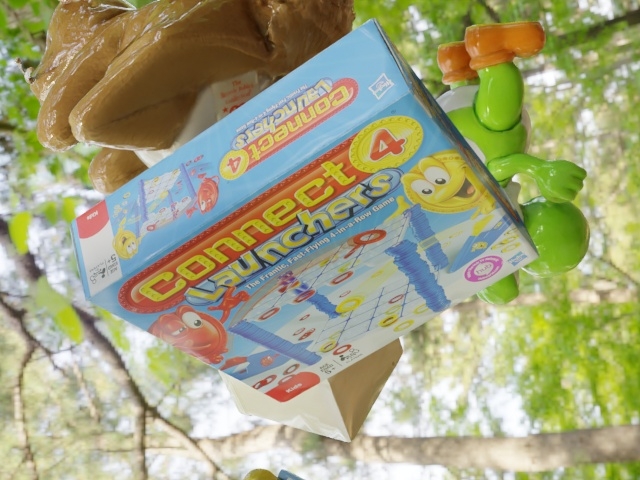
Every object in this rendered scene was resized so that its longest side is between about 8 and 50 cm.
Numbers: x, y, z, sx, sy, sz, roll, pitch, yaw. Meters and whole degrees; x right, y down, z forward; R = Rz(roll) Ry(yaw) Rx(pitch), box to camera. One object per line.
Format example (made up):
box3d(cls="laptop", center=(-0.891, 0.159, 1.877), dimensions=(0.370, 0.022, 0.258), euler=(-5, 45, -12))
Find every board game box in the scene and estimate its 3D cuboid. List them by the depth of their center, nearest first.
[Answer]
box3d(cls="board game box", center=(0.000, 0.000, 0.828), dimensions=(0.302, 0.308, 0.086), euler=(39, -156, -51))

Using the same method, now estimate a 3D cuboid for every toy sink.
box3d(cls="toy sink", center=(-0.040, 0.134, 1.163), dimensions=(0.152, 0.234, 0.131), euler=(-55, -40, -38))

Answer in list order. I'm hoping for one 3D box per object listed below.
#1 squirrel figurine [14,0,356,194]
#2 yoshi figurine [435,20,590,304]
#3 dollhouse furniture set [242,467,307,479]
box3d(cls="squirrel figurine", center=(-0.169, -0.234, 1.098), dimensions=(0.397, 0.370, 0.281), euler=(-53, -45, -1))
box3d(cls="yoshi figurine", center=(0.265, -0.098, 1.241), dimensions=(0.204, 0.203, 0.361), euler=(-5, -89, -56))
box3d(cls="dollhouse furniture set", center=(-0.013, 0.424, 0.988), dimensions=(0.286, 0.304, 0.198), euler=(-62, -17, -11))
